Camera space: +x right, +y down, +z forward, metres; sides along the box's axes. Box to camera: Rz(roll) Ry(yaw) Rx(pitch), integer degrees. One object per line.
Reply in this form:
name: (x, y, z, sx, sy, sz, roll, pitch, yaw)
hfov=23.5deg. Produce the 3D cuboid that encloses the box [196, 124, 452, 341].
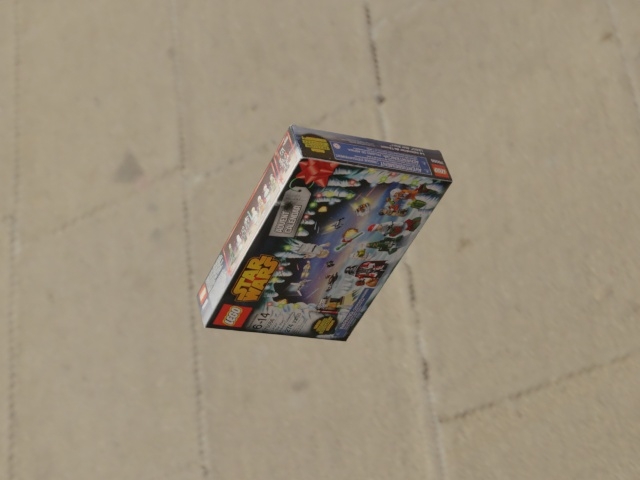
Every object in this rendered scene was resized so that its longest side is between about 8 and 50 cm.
box: (0.000, 0.000, 0.847, 0.137, 0.094, 0.027, -59, 35, 38)
